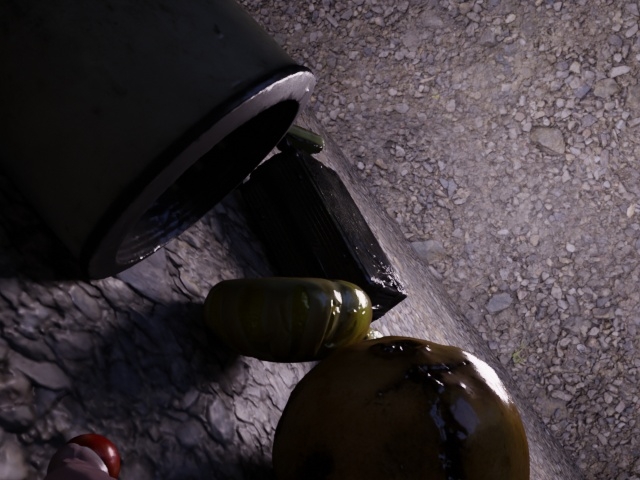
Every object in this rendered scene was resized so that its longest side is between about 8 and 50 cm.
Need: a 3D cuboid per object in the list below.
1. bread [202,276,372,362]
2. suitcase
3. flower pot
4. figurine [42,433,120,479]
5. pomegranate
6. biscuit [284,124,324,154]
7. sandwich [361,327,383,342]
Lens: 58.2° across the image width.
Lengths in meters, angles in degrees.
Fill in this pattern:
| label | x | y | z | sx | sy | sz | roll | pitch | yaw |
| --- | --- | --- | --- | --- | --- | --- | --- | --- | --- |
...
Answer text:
| label | x | y | z | sx | sy | sz | roll | pitch | yaw |
| --- | --- | --- | --- | --- | --- | --- | --- | --- | --- |
| bread | -0.039 | 0.096 | 0.701 | 0.213 | 0.214 | 0.104 | 12 | 80 | -68 |
| suitcase | 0.000 | 0.000 | 1.073 | 0.335 | 0.152 | 0.230 | 61 | 18 | 22 |
| flower pot | -0.220 | -0.171 | 0.572 | 0.330 | 0.293 | 0.293 | 46 | 15 | 1 |
| figurine | -0.145 | 0.191 | 0.259 | 0.186 | 0.176 | 0.287 | 12 | -4 | 4 |
| pomegranate | 0.080 | 0.220 | 0.599 | 0.260 | 0.260 | 0.260 | 48 | 16 | -18 |
| biscuit | -0.139 | -0.220 | 1.038 | 0.323 | 0.038 | 0.099 | 16 | -7 | -25 |
| sandwich | 0.107 | 0.271 | 0.877 | 0.249 | 0.095 | 0.273 | 52 | 14 | -7 |
